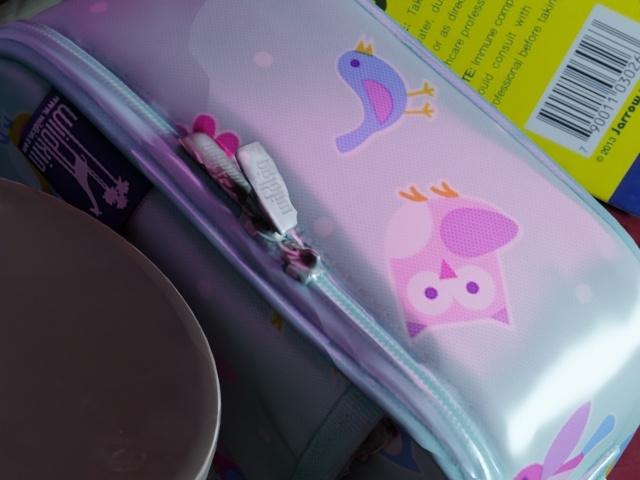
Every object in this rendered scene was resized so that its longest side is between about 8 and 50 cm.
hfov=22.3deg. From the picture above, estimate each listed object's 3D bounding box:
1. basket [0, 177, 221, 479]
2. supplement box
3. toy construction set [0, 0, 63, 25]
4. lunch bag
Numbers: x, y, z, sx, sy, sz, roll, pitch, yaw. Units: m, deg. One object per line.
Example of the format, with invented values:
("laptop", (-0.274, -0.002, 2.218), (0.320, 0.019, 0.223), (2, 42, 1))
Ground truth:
("basket", (-0.122, 0.103, 0.441), (0.204, 0.227, 0.154), (-3, 46, -35))
("supplement box", (0.084, -0.204, 0.962), (0.356, 0.195, 0.194), (24, 37, -3))
("toy construction set", (-0.138, -0.092, 0.612), (0.237, 0.257, 0.309), (61, 8, -14))
("lunch bag", (-0.014, 0.044, 0.533), (0.108, 0.279, 0.224), (-35, 71, -26))
